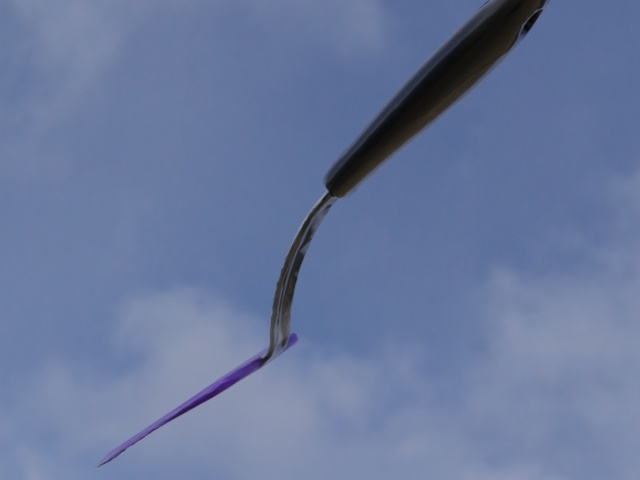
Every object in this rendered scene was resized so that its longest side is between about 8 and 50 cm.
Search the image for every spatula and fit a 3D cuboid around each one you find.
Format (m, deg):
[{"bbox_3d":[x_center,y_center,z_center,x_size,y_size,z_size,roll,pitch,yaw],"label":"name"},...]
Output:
[{"bbox_3d":[0.000,0.000,0.735,0.030,0.084,0.296,43,-62,9],"label":"spatula"}]
